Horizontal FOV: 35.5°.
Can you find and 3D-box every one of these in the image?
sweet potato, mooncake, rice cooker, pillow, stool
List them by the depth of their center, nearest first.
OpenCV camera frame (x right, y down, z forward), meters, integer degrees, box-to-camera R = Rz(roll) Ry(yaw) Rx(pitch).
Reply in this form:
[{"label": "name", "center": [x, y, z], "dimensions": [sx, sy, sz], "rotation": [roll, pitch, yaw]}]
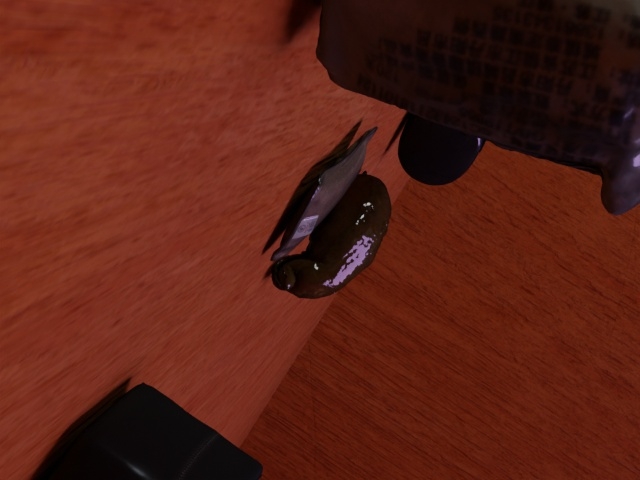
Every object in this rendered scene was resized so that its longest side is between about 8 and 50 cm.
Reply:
[{"label": "mooncake", "center": [0.144, -0.147, 0.619], "dimensions": [0.250, 0.254, 0.136], "rotation": [-51, 161, -34]}, {"label": "stool", "center": [-0.154, 0.238, 0.773], "dimensions": [0.232, 0.141, 0.232], "rotation": [-57, 175, -8]}, {"label": "pillow", "center": [0.007, -0.054, 1.139], "dimensions": [0.130, 0.033, 0.217], "rotation": [-57, 177, 33]}, {"label": "sweet potato", "center": [0.036, -0.017, 1.321], "dimensions": [0.124, 0.098, 0.310], "rotation": [-33, -168, 36]}, {"label": "rice cooker", "center": [0.215, -0.192, 1.734], "dimensions": [0.203, 0.142, 0.118], "rotation": [-60, -173, 39]}]

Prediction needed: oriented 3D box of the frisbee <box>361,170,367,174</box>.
[{"label": "frisbee", "center": [0.000, 0.000, 1.557], "dimensions": [0.187, 0.012, 0.211], "rotation": [-52, 174, -42]}]
